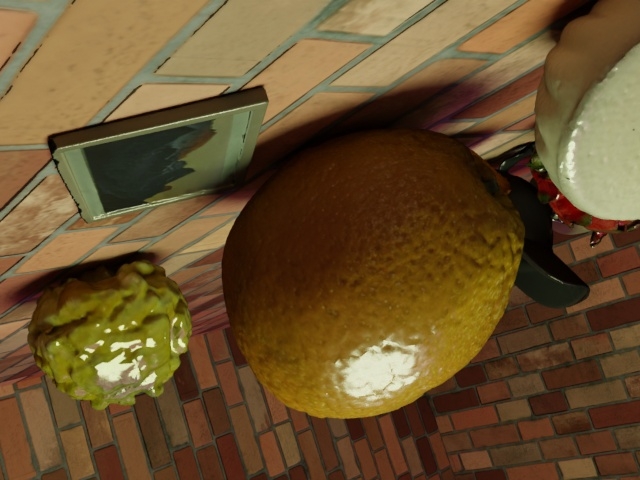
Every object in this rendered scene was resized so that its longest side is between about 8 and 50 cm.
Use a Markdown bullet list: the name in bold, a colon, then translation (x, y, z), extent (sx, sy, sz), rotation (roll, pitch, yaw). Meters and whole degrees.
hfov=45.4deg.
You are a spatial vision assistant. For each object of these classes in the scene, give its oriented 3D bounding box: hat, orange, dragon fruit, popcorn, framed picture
- **hat**: translation (0.362, -0.039, 1.384), extent (0.209, 0.336, 0.238), rotation (-54, 159, -13)
- **orange**: translation (0.060, 0.034, 0.905), extent (0.357, 0.322, 0.322), rotation (-32, 168, 15)
- **dragon fruit**: translation (0.443, -0.107, 1.199), extent (0.274, 0.192, 0.193), rotation (9, 150, -32)
- **popcorn**: translation (-0.327, 0.138, 1.201), extent (0.249, 0.249, 0.225), rotation (-16, -159, -17)
- **framed picture**: translation (-0.159, -0.076, 0.771), extent (0.192, 0.018, 0.265), rotation (-15, 172, -13)

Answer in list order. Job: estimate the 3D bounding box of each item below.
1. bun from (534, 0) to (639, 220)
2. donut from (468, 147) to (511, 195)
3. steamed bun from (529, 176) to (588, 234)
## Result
- **bun**: translation (0.315, -0.164, 0.772), extent (0.263, 0.175, 0.263), rotation (-14, 134, -15)
- **donut**: translation (0.162, -0.031, 1.142), extent (0.253, 0.118, 0.253), rotation (-44, -170, 10)
- **steamed bun**: translation (0.529, -0.109, 1.455), extent (0.250, 0.155, 0.200), rotation (-34, -175, -41)
